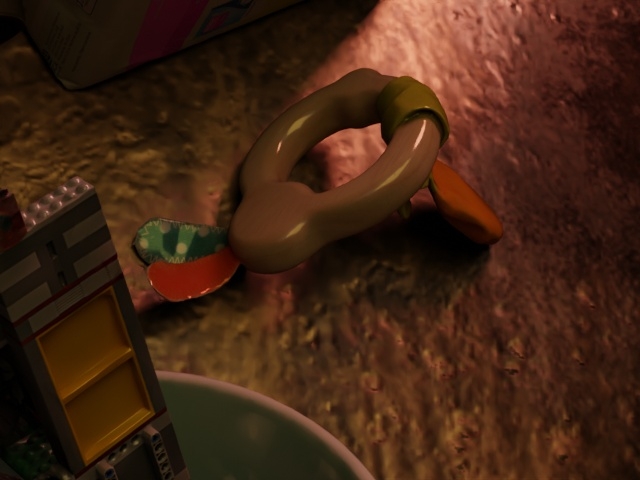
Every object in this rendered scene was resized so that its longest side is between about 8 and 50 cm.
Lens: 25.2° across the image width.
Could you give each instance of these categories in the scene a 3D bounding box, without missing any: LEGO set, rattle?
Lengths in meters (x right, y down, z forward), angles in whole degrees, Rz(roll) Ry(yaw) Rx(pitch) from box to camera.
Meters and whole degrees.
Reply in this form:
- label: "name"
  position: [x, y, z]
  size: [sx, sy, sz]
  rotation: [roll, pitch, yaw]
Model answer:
- label: "LEGO set"
  position: [-0.219, 0.035, 0.575]
  size: [0.255, 0.192, 0.331]
  rotation: [-30, 43, -21]
- label: "rattle"
  position: [0.000, 0.000, 0.863]
  size: [0.130, 0.143, 0.200]
  rotation: [33, 71, 32]

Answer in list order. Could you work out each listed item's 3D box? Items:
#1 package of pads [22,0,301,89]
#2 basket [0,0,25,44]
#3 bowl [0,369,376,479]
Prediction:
- label: "package of pads"
  position: [-0.023, -0.222, 0.838]
  size: [0.296, 0.229, 0.101]
  rotation: [-28, 80, -30]
- label: "basket"
  position: [-0.251, -0.207, 0.766]
  size: [0.154, 0.204, 0.227]
  rotation: [-18, 90, -66]
- label: "bowl"
  position: [-0.100, 0.220, 0.606]
  size: [0.311, 0.163, 0.312]
  rotation: [-7, 39, 6]
